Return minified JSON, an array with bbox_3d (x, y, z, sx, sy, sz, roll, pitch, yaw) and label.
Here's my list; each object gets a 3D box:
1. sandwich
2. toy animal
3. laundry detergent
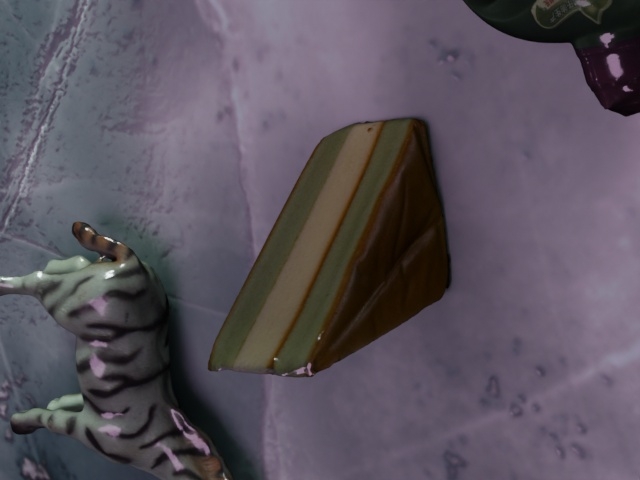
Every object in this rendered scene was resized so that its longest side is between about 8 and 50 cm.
[{"bbox_3d":[0.000,0.000,0.692,0.079,0.163,0.113,-2,103,35],"label":"sandwich"},{"bbox_3d":[-0.160,0.116,0.898,0.170,0.090,0.255,-21,95,33],"label":"toy animal"},{"bbox_3d":[0.118,-0.166,0.611,0.144,0.078,0.221,-9,103,39],"label":"laundry detergent"}]
